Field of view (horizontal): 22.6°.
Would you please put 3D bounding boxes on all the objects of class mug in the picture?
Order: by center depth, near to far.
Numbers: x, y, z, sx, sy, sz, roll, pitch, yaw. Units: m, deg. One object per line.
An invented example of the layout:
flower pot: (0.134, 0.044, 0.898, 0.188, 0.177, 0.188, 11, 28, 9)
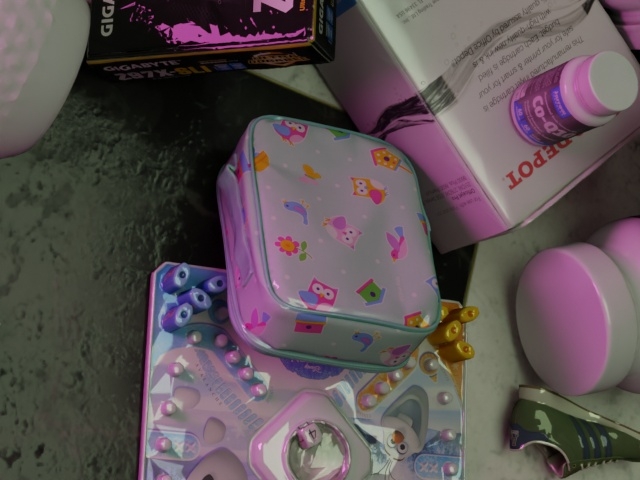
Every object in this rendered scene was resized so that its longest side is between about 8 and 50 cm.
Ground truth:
mug: (-0.400, -0.254, 1.534, 0.328, 0.276, 0.374, 25, 38, -26)

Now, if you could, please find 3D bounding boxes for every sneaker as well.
sneaker: (0.299, 0.241, 1.875, 0.192, 0.064, 0.086, 26, 76, -20)

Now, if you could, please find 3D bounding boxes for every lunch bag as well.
lunch bag: (0.000, 0.000, 1.704, 0.224, 0.108, 0.279, 8, 49, -21)

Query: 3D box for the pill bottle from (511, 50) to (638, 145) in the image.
pill bottle: (0.271, -0.153, 1.710, 0.078, 0.137, 0.078, 6, 77, -26)

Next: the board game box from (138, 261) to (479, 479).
board game box: (-0.002, 0.233, 1.727, 0.390, 0.050, 0.390, 9, 75, -25)

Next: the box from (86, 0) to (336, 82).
box: (-0.110, -0.337, 1.695, 0.257, 0.079, 0.322, -2, 76, 18)

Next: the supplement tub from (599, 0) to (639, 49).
supplement tub: (0.404, -0.401, 1.870, 0.228, 0.228, 0.316, -24, 107, -29)

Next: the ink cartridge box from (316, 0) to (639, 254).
ink cartridge box: (0.165, -0.226, 1.846, 0.285, 0.166, 0.395, -36, 96, -28)

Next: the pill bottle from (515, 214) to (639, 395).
pill bottle: (0.427, 0.066, 1.890, 0.363, 0.210, 0.210, -9, 83, -28)
